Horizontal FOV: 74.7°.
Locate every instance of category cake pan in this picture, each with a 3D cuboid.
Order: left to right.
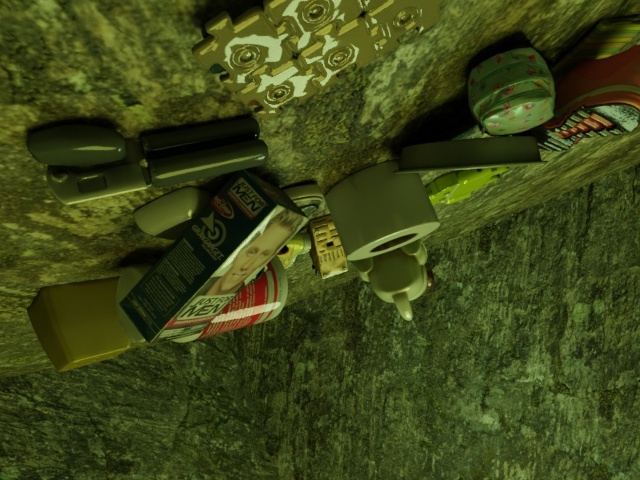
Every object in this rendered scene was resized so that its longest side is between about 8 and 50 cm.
[{"bbox_3d":[0.295,-0.171,0.851,0.293,0.054,0.293,-4,-172,1],"label":"cake pan"}]

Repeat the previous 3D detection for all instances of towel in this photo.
[{"bbox_3d":[0.463,-0.322,0.786,0.102,0.021,0.237,-10,166,-17],"label":"towel"}]

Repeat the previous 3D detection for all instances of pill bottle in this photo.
[{"bbox_3d":[-0.299,0.137,1.110,0.229,0.229,0.408,-29,165,36],"label":"pill bottle"}]

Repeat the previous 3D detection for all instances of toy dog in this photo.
[{"bbox_3d":[0.325,0.118,1.657,0.285,0.395,0.408,-31,157,10],"label":"toy dog"}]

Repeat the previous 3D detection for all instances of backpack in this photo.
[{"bbox_3d":[0.314,-0.239,0.685,0.152,0.115,0.182,-24,166,27],"label":"backpack"}]

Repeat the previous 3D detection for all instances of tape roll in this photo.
[{"bbox_3d":[0.152,-0.069,1.048,0.246,0.169,0.246,-19,168,-4],"label":"tape roll"}]

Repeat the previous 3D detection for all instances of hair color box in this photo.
[{"bbox_3d":[-0.196,0.037,0.812,0.347,0.105,0.174,-46,165,8],"label":"hair color box"}]

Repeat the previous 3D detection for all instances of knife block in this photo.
[{"bbox_3d":[0.000,0.000,1.367,0.088,0.242,0.275,-18,123,-11],"label":"knife block"}]

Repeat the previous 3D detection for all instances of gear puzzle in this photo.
[{"bbox_3d":[0.041,-0.247,0.418,0.339,0.044,0.175,-26,165,14],"label":"gear puzzle"}]

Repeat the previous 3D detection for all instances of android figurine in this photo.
[{"bbox_3d":[0.437,-0.174,1.304,0.273,0.056,0.248,-21,168,-2],"label":"android figurine"}]

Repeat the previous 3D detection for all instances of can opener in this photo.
[{"bbox_3d":[-0.204,-0.110,0.540,0.281,0.074,0.093,-14,166,-23],"label":"can opener"}]

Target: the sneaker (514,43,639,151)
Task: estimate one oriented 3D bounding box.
[{"bbox_3d":[0.471,-0.256,0.777,0.116,0.136,0.314,23,179,-13],"label":"sneaker"}]

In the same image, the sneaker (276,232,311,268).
[{"bbox_3d":[-0.116,0.028,1.303,0.094,0.081,0.208,1,154,-34],"label":"sneaker"}]

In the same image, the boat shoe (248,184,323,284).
[{"bbox_3d":[-0.133,0.005,0.953,0.341,0.158,0.127,-23,167,15],"label":"boat shoe"}]

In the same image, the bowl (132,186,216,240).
[{"bbox_3d":[-0.262,-0.042,0.800,0.142,0.053,0.142,-22,167,14],"label":"bowl"}]

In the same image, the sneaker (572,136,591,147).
[{"bbox_3d":[0.721,-0.310,1.169,0.170,0.068,0.071,-22,156,-32],"label":"sneaker"}]

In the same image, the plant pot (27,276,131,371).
[{"bbox_3d":[-0.614,0.225,1.105,0.212,0.187,0.212,-8,163,-46],"label":"plant pot"}]
